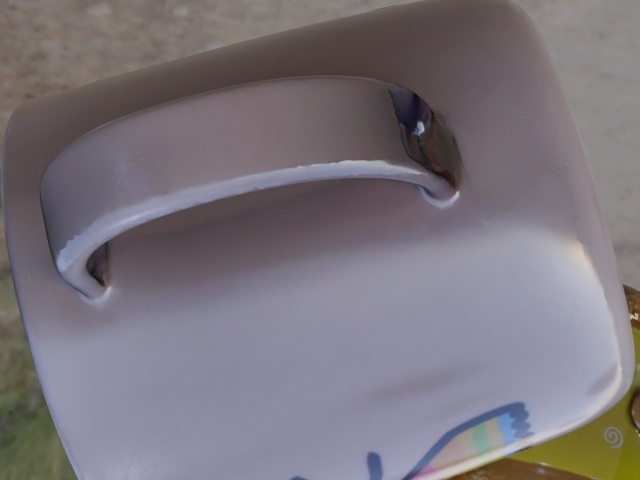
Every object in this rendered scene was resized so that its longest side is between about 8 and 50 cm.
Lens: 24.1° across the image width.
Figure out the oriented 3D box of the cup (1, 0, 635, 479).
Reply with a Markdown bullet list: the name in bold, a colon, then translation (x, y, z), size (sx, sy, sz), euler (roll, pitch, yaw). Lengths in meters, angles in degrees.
- **cup**: translation (0.000, 0.000, 0.556), size (0.200, 0.192, 0.253), euler (-17, 160, 6)

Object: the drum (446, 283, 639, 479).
- **drum**: translation (0.151, 0.196, 1.287), size (0.431, 0.214, 0.431), euler (10, 153, 5)
